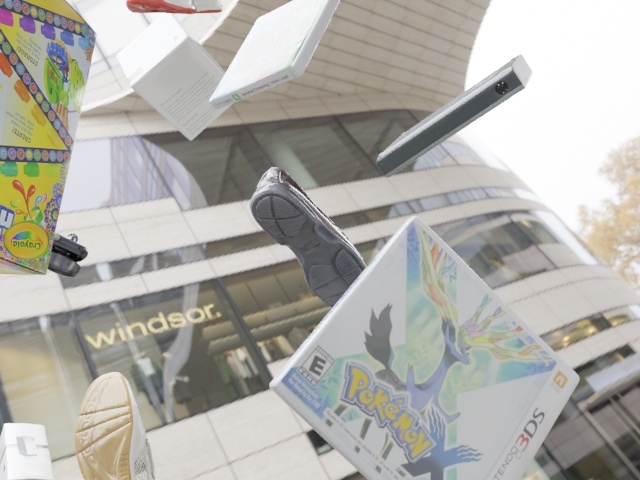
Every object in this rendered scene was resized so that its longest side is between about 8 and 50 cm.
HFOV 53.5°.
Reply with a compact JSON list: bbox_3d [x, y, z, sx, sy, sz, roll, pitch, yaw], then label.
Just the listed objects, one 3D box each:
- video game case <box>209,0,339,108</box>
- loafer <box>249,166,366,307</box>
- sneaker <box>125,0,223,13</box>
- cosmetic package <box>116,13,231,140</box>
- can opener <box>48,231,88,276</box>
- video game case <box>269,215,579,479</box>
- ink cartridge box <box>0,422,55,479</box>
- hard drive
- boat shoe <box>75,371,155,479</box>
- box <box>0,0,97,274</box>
[{"bbox_3d":[-0.068,-0.309,0.997,0.193,0.212,0.023,-9,-42,42],"label":"video game case"},{"bbox_3d":[0.000,0.000,1.056,0.109,0.095,0.302,-24,-56,24],"label":"loafer"},{"bbox_3d":[-0.194,-0.367,0.837,0.087,0.221,0.128,4,-70,7],"label":"sneaker"},{"bbox_3d":[-0.294,-0.343,1.324,0.151,0.151,0.183,-39,-43,5],"label":"cosmetic package"},{"bbox_3d":[-0.514,-0.005,1.157,0.186,0.073,0.059,33,-52,-18],"label":"can opener"},{"bbox_3d":[0.149,0.182,0.817,0.300,0.329,0.036,-48,5,-23],"label":"video game case"},{"bbox_3d":[-0.623,0.502,1.313,0.092,0.218,0.159,15,-82,-30],"label":"ink cartridge box"},{"bbox_3d":[0.117,-0.109,0.554,0.135,0.022,0.094,-32,7,30],"label":"hard drive"},{"bbox_3d":[-0.300,0.341,0.964,0.098,0.277,0.096,-20,-28,10],"label":"boat shoe"},{"bbox_3d":[-0.414,-0.123,0.615,0.289,0.279,0.177,1,-17,15],"label":"box"}]
